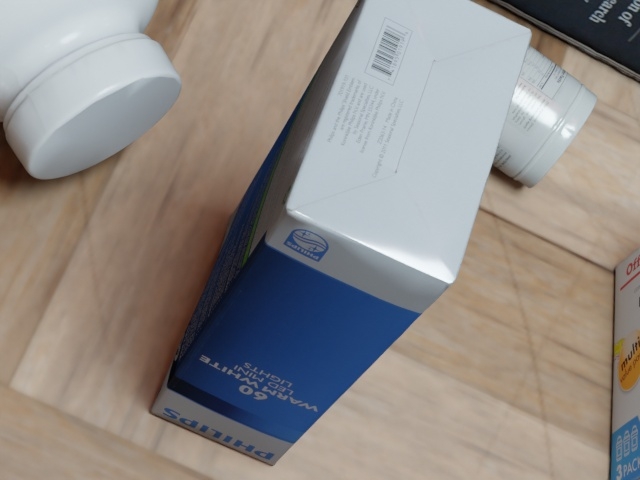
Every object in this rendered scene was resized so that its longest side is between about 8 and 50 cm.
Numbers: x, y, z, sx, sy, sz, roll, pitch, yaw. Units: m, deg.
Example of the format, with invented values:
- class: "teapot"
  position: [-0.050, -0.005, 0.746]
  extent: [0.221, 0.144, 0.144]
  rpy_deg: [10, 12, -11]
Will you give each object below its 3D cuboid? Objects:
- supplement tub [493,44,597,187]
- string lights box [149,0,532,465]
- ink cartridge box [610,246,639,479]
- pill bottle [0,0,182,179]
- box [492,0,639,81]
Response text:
- class: "supplement tub"
  position: [0.099, -0.088, 0.944]
  extent: [0.107, 0.071, 0.071]
  rpy_deg: [36, 60, -2]
- class: "string lights box"
  position: [0.000, 0.000, 0.759]
  extent: [0.077, 0.259, 0.133]
  rpy_deg: [24, 62, -7]
- class: "ink cartridge box"
  position: [0.213, 0.048, 0.901]
  extent: [0.062, 0.104, 0.181]
  rpy_deg: [14, 62, -13]
- class: "pill bottle"
  position: [-0.180, -0.164, 0.838]
  extent: [0.146, 0.146, 0.264]
  rpy_deg: [-29, 78, -28]
- class: "box"
  position: [0.242, -0.379, 1.005]
  extent: [0.472, 0.297, 0.480]
  rpy_deg: [28, 60, -8]
